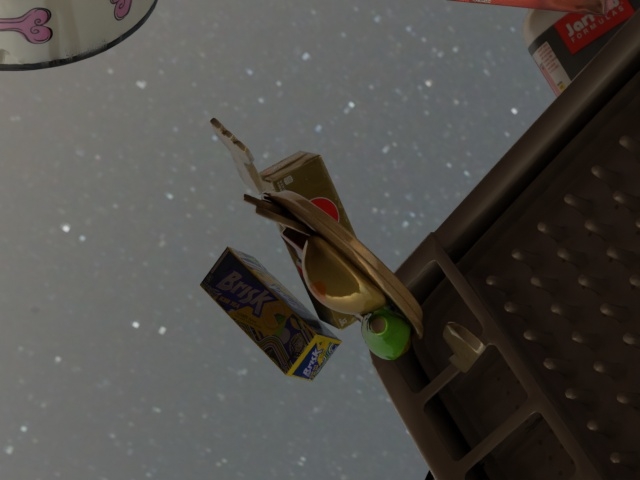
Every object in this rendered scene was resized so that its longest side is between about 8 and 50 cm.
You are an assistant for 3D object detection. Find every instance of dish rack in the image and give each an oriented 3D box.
[{"bbox_3d":[0.196,0.044,0.690,0.333,0.072,0.285,-50,-133,22],"label":"dish rack"}]

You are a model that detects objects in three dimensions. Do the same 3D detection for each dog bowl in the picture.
[{"bbox_3d":[-0.385,-0.396,1.418,0.150,0.408,0.408,109,-20,-49],"label":"dog bowl"}]

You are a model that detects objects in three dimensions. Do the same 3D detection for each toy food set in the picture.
[{"bbox_3d":[0.006,0.019,0.676,0.192,0.132,0.038,41,-97,12],"label":"toy food set"}]

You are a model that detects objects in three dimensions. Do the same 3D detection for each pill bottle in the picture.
[{"bbox_3d":[0.387,-0.245,1.511,0.210,0.210,0.363,-33,-95,24],"label":"pill bottle"}]

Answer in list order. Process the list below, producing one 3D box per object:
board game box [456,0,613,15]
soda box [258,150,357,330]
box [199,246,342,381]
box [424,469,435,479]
[{"bbox_3d":[0.158,-0.310,0.930,0.145,0.281,0.027,10,-135,24],"label":"board game box"},{"bbox_3d":[0.000,0.000,1.248,0.061,0.181,0.058,-30,-160,-17],"label":"soda box"},{"bbox_3d":[-0.057,0.080,1.305,0.169,0.054,0.059,42,-80,36],"label":"box"},{"bbox_3d":[0.219,0.380,1.374,0.257,0.079,0.322,20,-108,24],"label":"box"}]
